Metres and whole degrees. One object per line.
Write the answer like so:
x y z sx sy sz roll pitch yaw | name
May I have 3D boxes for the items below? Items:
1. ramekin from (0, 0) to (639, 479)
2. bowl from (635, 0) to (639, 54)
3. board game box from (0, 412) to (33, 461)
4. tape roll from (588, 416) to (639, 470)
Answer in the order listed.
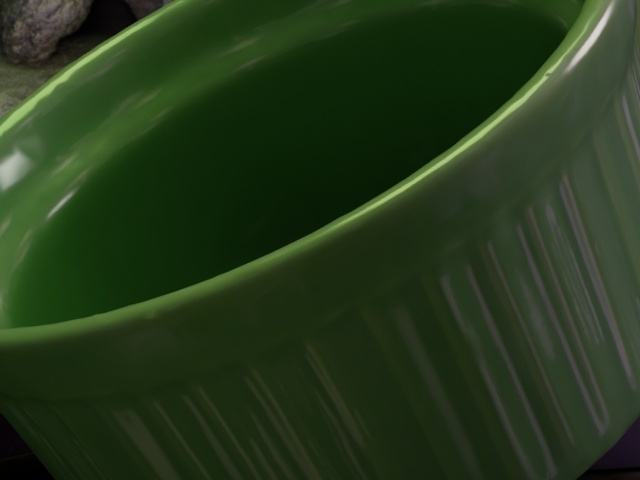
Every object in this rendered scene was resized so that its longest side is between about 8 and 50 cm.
0.000 0.000 0.627 0.303 0.148 0.303 -22 27 12 | ramekin
0.315 -0.082 0.951 0.297 0.298 0.134 -5 32 19 | bowl
-0.140 0.051 0.931 0.208 0.056 0.347 -7 9 -18 | board game box
0.160 0.038 0.807 0.274 0.090 0.275 -7 7 1 | tape roll
